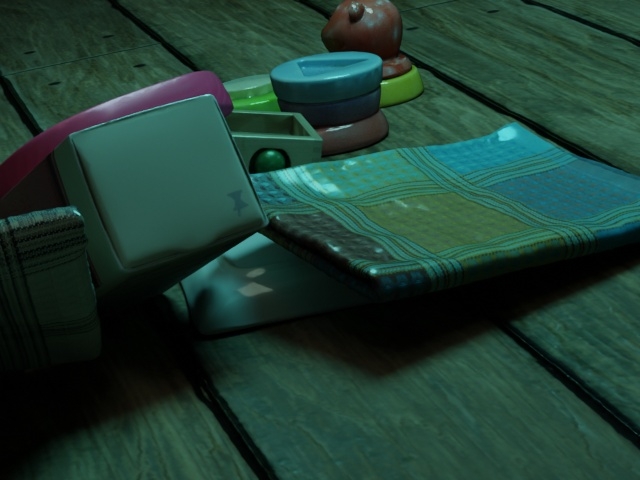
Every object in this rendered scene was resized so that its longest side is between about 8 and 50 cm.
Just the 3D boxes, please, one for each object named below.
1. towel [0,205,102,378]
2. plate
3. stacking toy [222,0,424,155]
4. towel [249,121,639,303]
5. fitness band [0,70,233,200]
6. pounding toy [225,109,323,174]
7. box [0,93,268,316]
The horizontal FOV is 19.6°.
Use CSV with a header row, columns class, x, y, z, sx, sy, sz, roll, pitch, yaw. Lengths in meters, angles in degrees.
class,x,y,z,sx,sy,sz,roll,pitch,yaw
towel,-0.325,0.079,1.430,0.312,0.056,0.324,-15,-16,-11
plate,0.000,0.000,1.749,0.277,0.045,0.278,-12,19,-8
stacking toy,-0.035,-0.202,2.223,0.279,0.130,0.309,-4,19,14
towel,0.123,-0.034,1.680,0.370,0.040,0.271,-12,25,-34
fitness band,-0.212,-0.084,1.817,0.291,0.054,0.209,-26,-5,-43
pounding toy,-0.073,-0.071,1.943,0.130,0.100,0.141,2,18,-15
box,-0.175,-0.018,1.613,0.148,0.127,0.232,-19,-7,-33
